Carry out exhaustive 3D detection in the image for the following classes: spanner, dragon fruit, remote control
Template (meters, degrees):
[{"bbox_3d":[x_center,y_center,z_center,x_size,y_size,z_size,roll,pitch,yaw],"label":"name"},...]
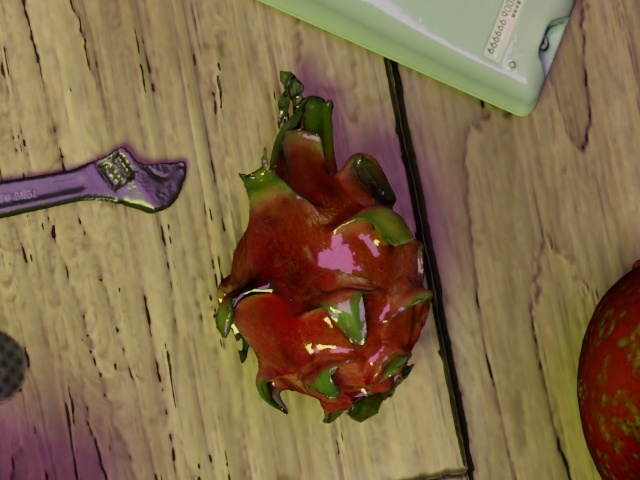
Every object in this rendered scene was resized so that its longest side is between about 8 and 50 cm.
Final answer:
[{"bbox_3d":[-0.188,-0.027,1.244,0.208,0.012,0.046,-11,85,-13],"label":"spanner"},{"bbox_3d":[-0.002,0.000,1.217,0.135,0.137,0.236,-6,82,-1],"label":"dragon fruit"},{"bbox_3d":[0.031,-0.188,1.296,0.293,0.051,0.103,24,77,-9],"label":"remote control"}]

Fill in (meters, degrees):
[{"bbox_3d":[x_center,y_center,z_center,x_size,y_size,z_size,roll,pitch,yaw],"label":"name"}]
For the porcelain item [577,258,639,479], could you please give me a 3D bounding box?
[{"bbox_3d":[0.275,0.081,1.249,0.253,0.253,0.253,2,81,-12],"label":"porcelain item"}]
